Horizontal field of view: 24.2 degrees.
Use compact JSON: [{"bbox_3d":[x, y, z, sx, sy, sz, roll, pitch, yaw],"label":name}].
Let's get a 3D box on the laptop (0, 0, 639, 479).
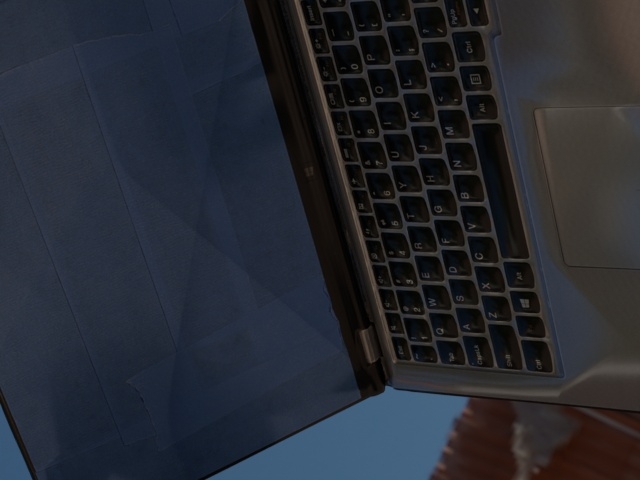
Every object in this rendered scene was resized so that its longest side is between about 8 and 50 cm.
[{"bbox_3d":[0.000,0.000,0.932,0.236,0.408,0.382,-47,-50,-46],"label":"laptop"}]
